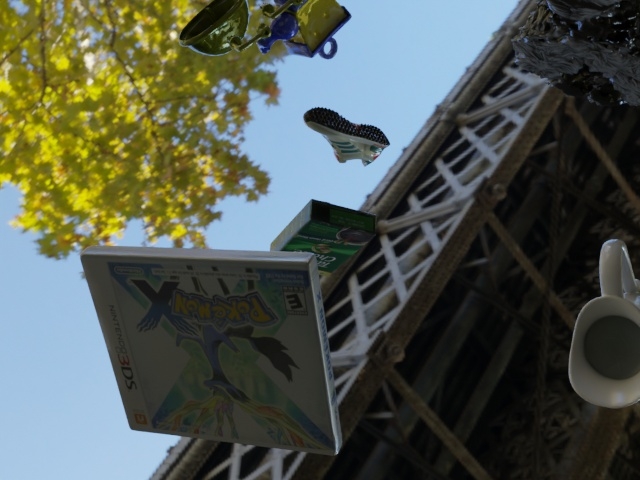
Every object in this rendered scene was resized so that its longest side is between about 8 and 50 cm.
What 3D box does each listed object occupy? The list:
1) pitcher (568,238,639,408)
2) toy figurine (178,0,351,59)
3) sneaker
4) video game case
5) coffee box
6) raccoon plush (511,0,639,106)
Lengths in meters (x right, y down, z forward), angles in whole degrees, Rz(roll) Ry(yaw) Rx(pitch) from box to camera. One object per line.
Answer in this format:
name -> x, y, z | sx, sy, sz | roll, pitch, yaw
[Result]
pitcher -> 0.350, 0.094, 0.875 | 0.207, 0.125, 0.178 | 11, -97, -56
toy figurine -> -0.022, -0.346, 1.207 | 0.363, 0.191, 0.217 | -51, -39, -16
sneaker -> 0.032, -0.159, 1.249 | 0.161, 0.075, 0.057 | 13, -140, -33
video game case -> -0.145, 0.149, 1.042 | 0.036, 0.328, 0.300 | -57, -37, -57
coffee box -> 0.000, 0.000, 1.214 | 0.113, 0.184, 0.041 | 13, -117, -21
raccoon plush -> 0.390, -0.345, 0.895 | 0.216, 0.446, 0.299 | 24, -94, 7
